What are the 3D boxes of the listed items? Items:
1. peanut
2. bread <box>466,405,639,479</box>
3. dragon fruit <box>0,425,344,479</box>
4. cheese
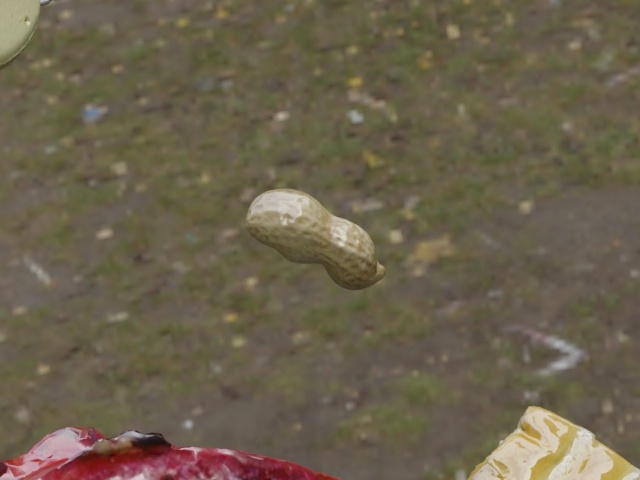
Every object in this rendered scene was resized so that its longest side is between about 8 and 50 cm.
[{"bbox_3d":[0.000,0.001,2.364,0.104,0.228,0.085,-35,34,48],"label":"peanut"},{"bbox_3d":[0.162,0.273,1.200,0.239,0.111,0.246,37,59,13],"label":"bread"},{"bbox_3d":[-0.107,0.280,0.979,0.386,0.371,0.249,-28,12,-25],"label":"dragon fruit"},{"bbox_3d":[-0.257,-0.208,1.413,0.050,0.127,0.255,-6,11,19],"label":"cheese"}]
